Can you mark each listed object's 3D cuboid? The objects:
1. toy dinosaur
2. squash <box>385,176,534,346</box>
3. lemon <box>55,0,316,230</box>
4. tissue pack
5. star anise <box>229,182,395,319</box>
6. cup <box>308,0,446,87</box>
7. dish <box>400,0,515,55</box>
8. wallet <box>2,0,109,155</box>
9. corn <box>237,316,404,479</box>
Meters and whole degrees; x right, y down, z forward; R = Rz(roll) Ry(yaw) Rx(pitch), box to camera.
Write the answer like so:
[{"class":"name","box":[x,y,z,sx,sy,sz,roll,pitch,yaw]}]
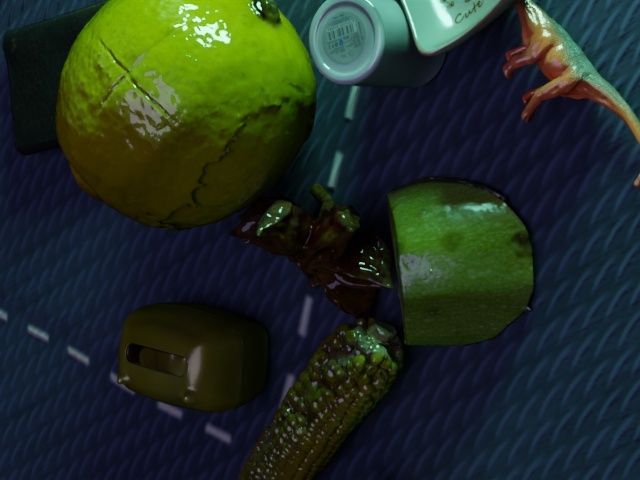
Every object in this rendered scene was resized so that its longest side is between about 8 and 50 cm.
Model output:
[{"class":"toy dinosaur","box":[0.245,-0.161,1.598,0.101,0.055,0.279,-35,76,30]},{"class":"squash","box":[0.134,0.027,1.693,0.184,0.085,0.192,-6,94,39]},{"class":"lemon","box":[-0.150,-0.155,1.758,0.297,0.297,0.297,7,101,37]},{"class":"tissue pack","box":[-0.163,0.142,1.912,0.178,0.127,0.123,11,101,35]},{"class":"star anise","box":[-0.003,0.002,1.759,0.212,0.196,0.111,38,90,13]},{"class":"cup","box":[0.049,-0.223,1.688,0.136,0.133,0.099,36,114,28]},{"class":"dish","box":[0.140,-0.307,1.625,0.151,0.077,0.212,-39,63,36]},{"class":"wallet","box":[-0.292,-0.216,2.010,0.321,0.044,0.170,-9,90,41]},{"class":"corn","box":[-0.004,0.206,1.823,0.097,0.097,0.320,48,123,22]}]
